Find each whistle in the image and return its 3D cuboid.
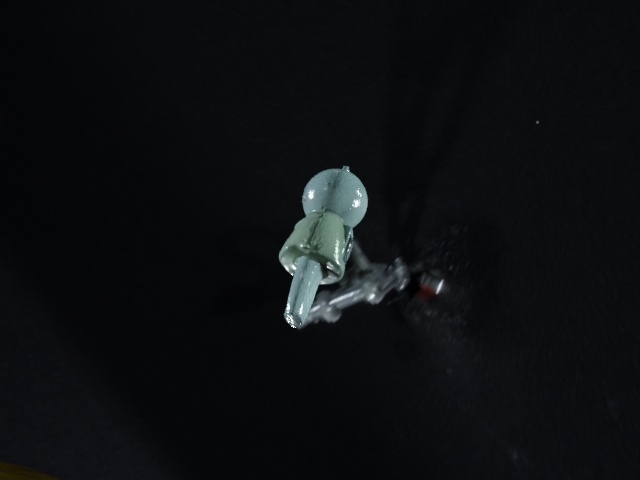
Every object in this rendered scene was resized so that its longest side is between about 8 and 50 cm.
[{"bbox_3d":[0.000,0.000,0.566,0.035,0.035,0.100,13,-123,10],"label":"whistle"}]

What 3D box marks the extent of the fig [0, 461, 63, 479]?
[{"bbox_3d":[-0.151,0.239,0.304,0.343,0.343,0.343,1,-84,11],"label":"fig"}]
